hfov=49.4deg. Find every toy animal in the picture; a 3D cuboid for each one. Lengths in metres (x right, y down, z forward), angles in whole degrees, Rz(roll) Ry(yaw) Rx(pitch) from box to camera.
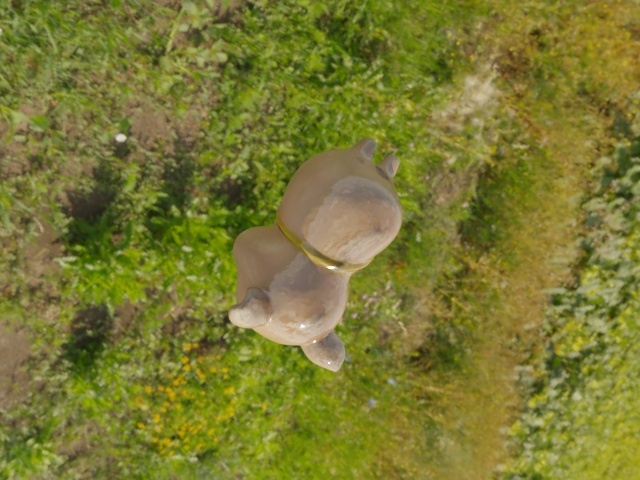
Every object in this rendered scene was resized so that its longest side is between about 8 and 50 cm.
[{"bbox_3d":[0.003,0.002,0.777,0.165,0.149,0.248,29,90,-25],"label":"toy animal"}]
